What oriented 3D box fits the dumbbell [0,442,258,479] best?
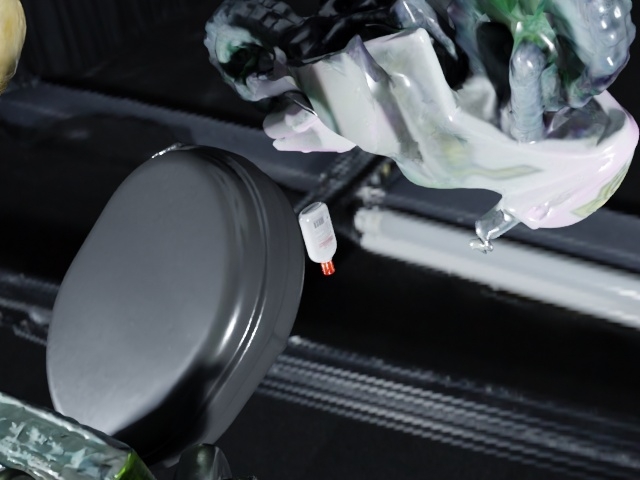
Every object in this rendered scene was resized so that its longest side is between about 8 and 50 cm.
[{"bbox_3d":[-0.139,0.239,0.718,0.290,0.192,0.192,-6,-143,1],"label":"dumbbell"}]

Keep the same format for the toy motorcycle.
[{"bbox_3d":[0.062,-0.088,0.669,0.327,0.188,0.143,2,-133,49],"label":"toy motorcycle"}]

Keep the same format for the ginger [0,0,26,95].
[{"bbox_3d":[-0.413,-0.194,1.177,0.152,0.267,0.138,5,-144,-46],"label":"ginger"}]

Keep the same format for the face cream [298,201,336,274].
[{"bbox_3d":[0.000,0.000,1.204,0.021,0.083,0.040,12,-143,43],"label":"face cream"}]

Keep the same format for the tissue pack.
[{"bbox_3d":[-0.189,0.231,0.898,0.173,0.235,0.073,15,-126,30],"label":"tissue pack"}]

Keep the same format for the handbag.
[{"bbox_3d":[-0.137,0.058,0.978,0.093,0.308,0.254,17,-156,-45],"label":"handbag"}]
